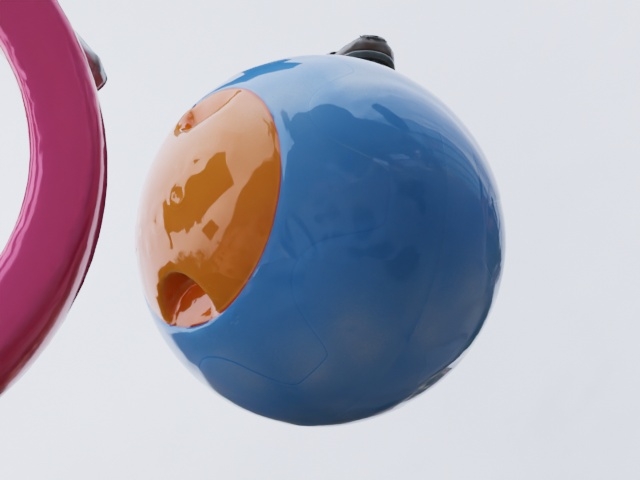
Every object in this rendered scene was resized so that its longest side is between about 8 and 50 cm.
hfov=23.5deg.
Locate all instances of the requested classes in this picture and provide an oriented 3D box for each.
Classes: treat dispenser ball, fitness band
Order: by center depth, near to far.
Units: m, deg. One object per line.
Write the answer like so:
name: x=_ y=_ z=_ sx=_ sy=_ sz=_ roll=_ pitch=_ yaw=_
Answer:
fitness band: x=-0.204 y=-0.053 z=0.551 sx=0.209 sy=0.291 sz=0.054 roll=-42 pitch=-14 yaw=-13
treat dispenser ball: x=0.000 y=0.000 z=1.197 sx=0.288 sy=0.288 sz=0.288 roll=-28 pitch=-49 yaw=-37

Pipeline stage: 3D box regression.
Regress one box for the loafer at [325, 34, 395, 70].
loafer: x=0.024 y=-0.187 z=1.874 sx=0.267 sy=0.096 sz=0.084 roll=123 pitch=154 yaw=-62
